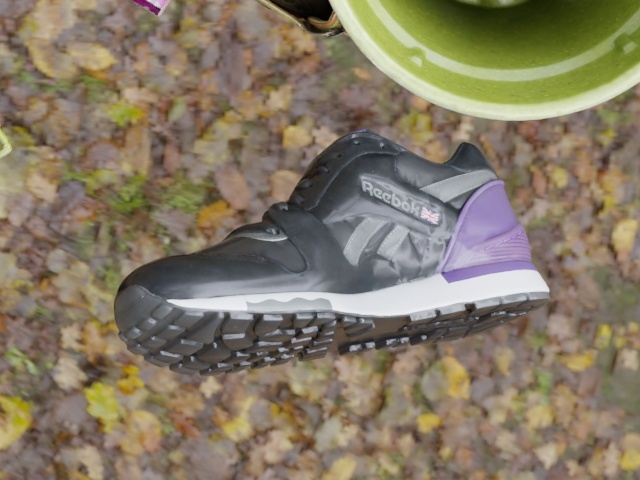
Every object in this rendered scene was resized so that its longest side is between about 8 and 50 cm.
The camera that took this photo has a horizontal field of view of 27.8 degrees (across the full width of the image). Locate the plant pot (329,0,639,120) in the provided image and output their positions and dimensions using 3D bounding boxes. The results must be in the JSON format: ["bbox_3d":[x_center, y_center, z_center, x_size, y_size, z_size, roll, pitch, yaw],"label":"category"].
[{"bbox_3d":[0.135,-0.248,0.951,0.276,0.254,0.276,1,106,2],"label":"plant pot"}]

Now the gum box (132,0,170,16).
[{"bbox_3d":[-0.211,-0.323,1.360,0.107,0.188,0.062,-58,153,0],"label":"gum box"}]

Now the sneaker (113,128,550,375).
[{"bbox_3d":[0.000,0.000,0.747,0.283,0.107,0.124,-3,71,-39],"label":"sneaker"}]

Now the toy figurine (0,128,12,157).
[{"bbox_3d":[-0.399,-0.085,1.080,0.362,0.217,0.191,-26,107,-29],"label":"toy figurine"}]

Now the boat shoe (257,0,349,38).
[{"bbox_3d":[0.005,-0.322,1.768,0.307,0.110,0.104,16,47,-35],"label":"boat shoe"}]
